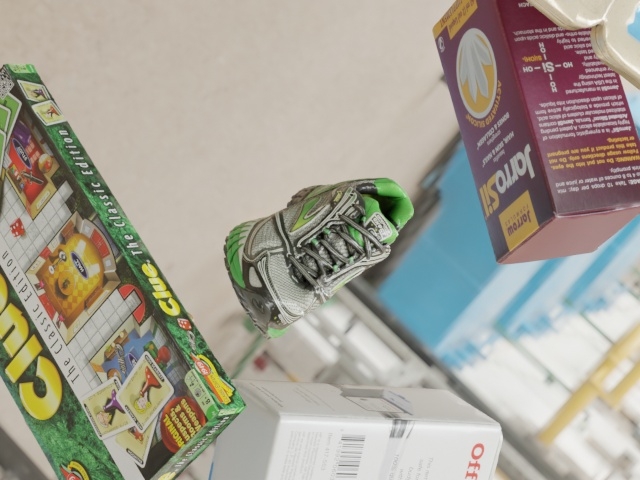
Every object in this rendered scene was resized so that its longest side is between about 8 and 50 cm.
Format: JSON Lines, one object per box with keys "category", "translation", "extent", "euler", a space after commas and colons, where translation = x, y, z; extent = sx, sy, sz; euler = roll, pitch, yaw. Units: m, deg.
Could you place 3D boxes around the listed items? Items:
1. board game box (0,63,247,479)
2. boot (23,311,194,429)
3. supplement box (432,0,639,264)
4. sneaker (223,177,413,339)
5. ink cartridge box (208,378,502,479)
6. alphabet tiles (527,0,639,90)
{"category": "board game box", "translation": [-0.155, 0.034, 0.952], "extent": [0.030, 0.259, 0.136], "euler": [-8, 146, -50]}
{"category": "boot", "translation": [-0.150, 0.112, 1.382], "extent": [0.152, 0.197, 0.073], "euler": [-44, 123, -44]}
{"category": "supplement box", "translation": [0.152, -0.089, 1.103], "extent": [0.081, 0.188, 0.104], "euler": [-8, 163, -20]}
{"category": "sneaker", "translation": [0.000, 0.000, 1.893], "extent": [0.146, 0.134, 0.343], "euler": [-20, -165, 32]}
{"category": "ink cartridge box", "translation": [0.020, 0.179, 1.138], "extent": [0.191, 0.082, 0.139], "euler": [6, 103, -33]}
{"category": "alphabet tiles", "translation": [0.225, -0.230, 0.952], "extent": [0.284, 0.278, 0.021], "euler": [-58, -166, -15]}
